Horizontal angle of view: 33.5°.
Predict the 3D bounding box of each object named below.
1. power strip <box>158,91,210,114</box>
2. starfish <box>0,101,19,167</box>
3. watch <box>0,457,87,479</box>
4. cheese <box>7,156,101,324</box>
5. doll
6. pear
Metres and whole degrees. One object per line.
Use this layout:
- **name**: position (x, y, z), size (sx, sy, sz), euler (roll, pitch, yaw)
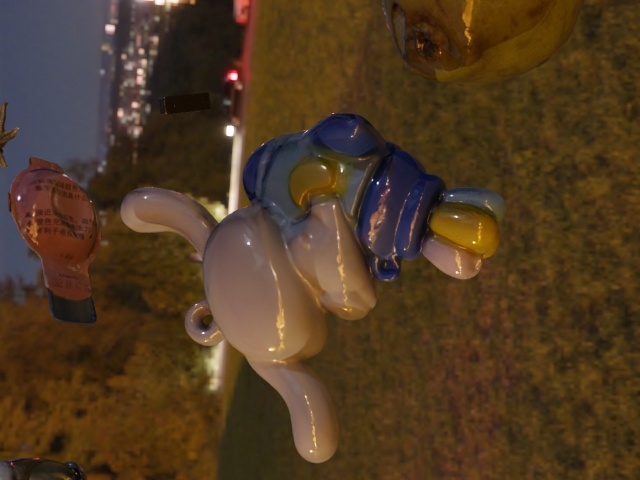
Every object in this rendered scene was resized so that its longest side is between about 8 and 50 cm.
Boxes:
- **power strip**: position (-0.273, -0.275, 2.134), size (0.029, 0.111, 0.038), euler (5, 103, 50)
- **starfish**: position (-0.739, -0.237, 2.391), size (0.053, 0.208, 0.176), euler (40, -117, -53)
- **watch**: position (-0.282, 0.321, 1.090), size (0.193, 0.068, 0.206), euler (49, -156, -48)
- **cheese**: position (-0.410, -0.003, 1.672), size (0.074, 0.189, 0.286), euler (-28, 68, 30)
- **doll**: position (0.001, 0.000, 1.193), size (0.376, 0.365, 0.187), euler (51, -176, 3)
- **pear**: position (0.206, -0.326, 1.303), size (0.321, 0.269, 0.269), euler (-54, -14, -40)
